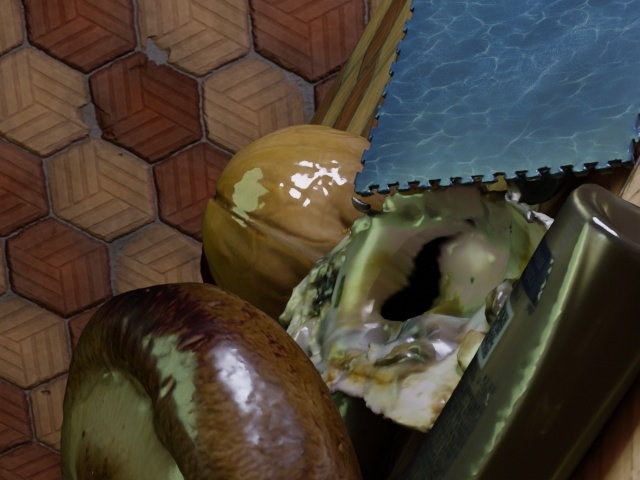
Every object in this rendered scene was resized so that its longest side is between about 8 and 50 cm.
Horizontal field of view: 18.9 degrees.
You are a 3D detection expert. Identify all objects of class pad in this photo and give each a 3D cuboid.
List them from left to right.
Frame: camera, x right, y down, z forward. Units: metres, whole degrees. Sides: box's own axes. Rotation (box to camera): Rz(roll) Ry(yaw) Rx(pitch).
[{"bbox_3d":[0.156,-0.156,1.438,0.270,0.012,0.269,-6,58,43],"label":"pad"}]

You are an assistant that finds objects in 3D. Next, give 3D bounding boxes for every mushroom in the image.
[{"bbox_3d":[-0.090,0.190,1.453,0.239,0.345,0.345,-4,-49,-55],"label":"mushroom"}]

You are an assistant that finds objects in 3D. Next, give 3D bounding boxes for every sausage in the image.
[{"bbox_3d":[0.050,0.124,1.586,0.301,0.066,0.066,-65,7,-13],"label":"sausage"}]

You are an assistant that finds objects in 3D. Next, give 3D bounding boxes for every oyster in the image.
[{"bbox_3d":[0.084,0.049,1.466,0.354,0.107,0.201,10,75,61],"label":"oyster"}]

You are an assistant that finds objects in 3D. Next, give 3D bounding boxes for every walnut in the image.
[{"bbox_3d":[0.008,-0.003,1.698,0.193,0.226,0.193,-167,90,-84],"label":"walnut"}]

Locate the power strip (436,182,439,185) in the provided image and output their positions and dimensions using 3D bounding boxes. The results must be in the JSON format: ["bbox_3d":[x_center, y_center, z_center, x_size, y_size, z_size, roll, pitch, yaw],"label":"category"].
[{"bbox_3d":[0.084,-0.062,2.117,0.078,0.052,0.272,-65,6,-23],"label":"power strip"}]

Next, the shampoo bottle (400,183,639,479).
[{"bbox_3d":[0.094,0.136,1.107,0.350,0.084,0.125,-60,4,16],"label":"shampoo bottle"}]

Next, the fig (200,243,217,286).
[{"bbox_3d":[-0.010,0.001,1.919,0.224,0.224,0.263,-58,6,28],"label":"fig"}]

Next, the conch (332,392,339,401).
[{"bbox_3d":[0.008,0.167,1.705,0.106,0.079,0.170,-59,-11,-28],"label":"conch"}]

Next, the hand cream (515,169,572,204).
[{"bbox_3d":[0.191,-0.097,1.491,0.095,0.046,0.175,-56,2,45],"label":"hand cream"}]
